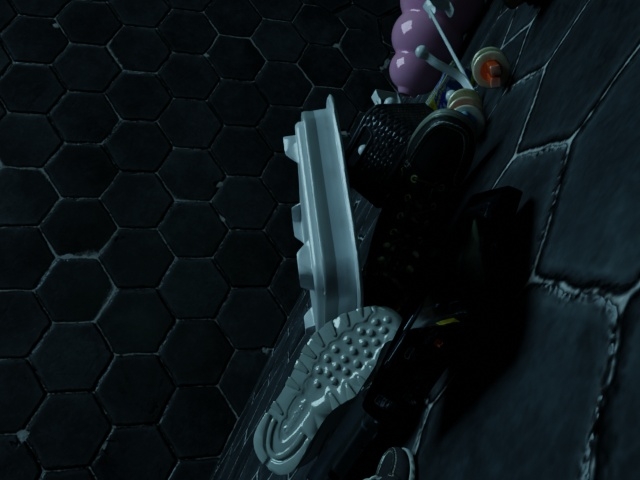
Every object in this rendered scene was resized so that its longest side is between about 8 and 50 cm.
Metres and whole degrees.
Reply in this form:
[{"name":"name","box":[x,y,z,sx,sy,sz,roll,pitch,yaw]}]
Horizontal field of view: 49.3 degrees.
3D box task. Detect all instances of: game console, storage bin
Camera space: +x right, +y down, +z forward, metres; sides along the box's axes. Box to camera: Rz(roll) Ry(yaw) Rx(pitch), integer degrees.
[{"name":"game console","box":[0.070,0.119,0.641,0.213,0.044,0.361,-53,-9,-51]},{"name":"storage bin","box":[0.121,-0.127,1.022,0.180,0.084,0.122,-18,-36,-54]}]

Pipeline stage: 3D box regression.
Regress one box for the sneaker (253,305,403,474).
[{"name":"sneaker","box":[0.018,0.170,0.815,0.235,0.090,0.095,-50,-29,12]}]

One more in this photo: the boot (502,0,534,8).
[{"name":"boot","box":[0.332,-0.407,1.032,0.106,0.082,0.219,-27,14,36]}]

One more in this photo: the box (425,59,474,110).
[{"name":"box","box":[0.225,-0.249,1.312,0.169,0.054,0.059,-60,4,41]}]

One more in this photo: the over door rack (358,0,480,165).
[{"name":"over door rack","box":[0.157,-0.255,1.233,0.324,0.108,0.239,-93,25,-43]}]

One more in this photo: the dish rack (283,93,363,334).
[{"name":"dish rack","box":[0.000,0.000,0.950,0.333,0.072,0.285,88,174,-65]}]

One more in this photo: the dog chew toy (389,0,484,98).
[{"name":"dog chew toy","box":[0.268,-0.511,1.703,0.206,0.207,0.332,-128,59,-87]}]

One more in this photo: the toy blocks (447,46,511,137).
[{"name":"toy blocks","box":[0.220,-0.201,0.967,0.123,0.054,0.148,-61,3,26]}]

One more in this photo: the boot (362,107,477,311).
[{"name":"boot","box":[0.119,-0.029,0.867,0.236,0.085,0.178,112,180,-48]}]

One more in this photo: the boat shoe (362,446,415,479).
[{"name":"boat shoe","box":[0.042,0.200,0.521,0.046,0.038,0.125,-62,2,37]}]
